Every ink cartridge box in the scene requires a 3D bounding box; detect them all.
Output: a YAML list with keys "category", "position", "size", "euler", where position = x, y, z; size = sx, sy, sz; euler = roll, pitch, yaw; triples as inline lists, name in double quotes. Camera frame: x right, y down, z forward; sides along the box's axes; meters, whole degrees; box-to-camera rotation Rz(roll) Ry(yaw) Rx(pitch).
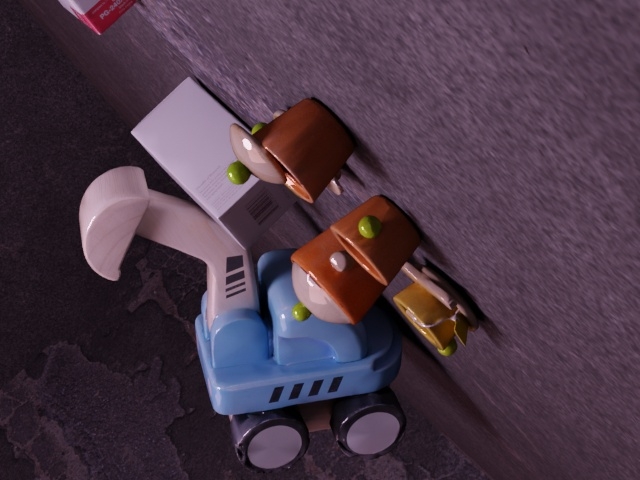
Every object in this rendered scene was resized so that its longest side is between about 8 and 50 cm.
- category: "ink cartridge box"
  position: [-0.285, -0.314, 1.195]
  size: [0.109, 0.063, 0.150]
  euler: [41, 171, 44]

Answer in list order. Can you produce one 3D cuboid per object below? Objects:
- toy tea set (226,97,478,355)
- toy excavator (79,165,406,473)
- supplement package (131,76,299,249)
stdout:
- category: "toy tea set"
  position: [0.000, 0.000, 0.990]
  size: [0.200, 0.124, 0.336]
  euler: [39, 171, 50]
- category: "toy excavator"
  position: [-0.095, 0.088, 1.496]
  size: [0.222, 0.433, 0.445]
  euler: [-115, 22, -55]
- category: "supplement package"
  position: [-0.126, -0.095, 1.332]
  size: [0.179, 0.105, 0.105]
  euler: [43, 175, 26]
